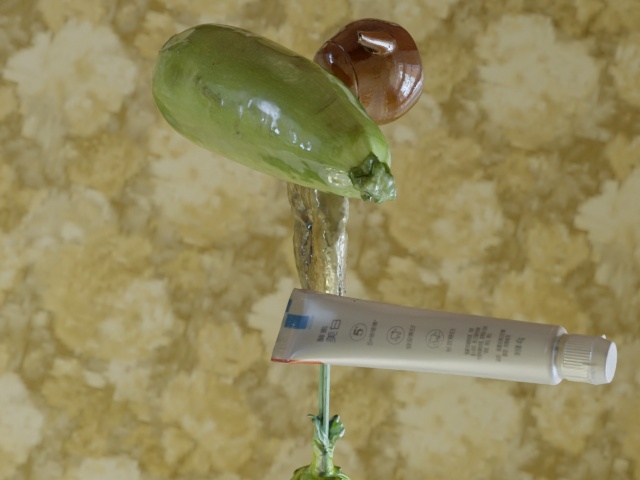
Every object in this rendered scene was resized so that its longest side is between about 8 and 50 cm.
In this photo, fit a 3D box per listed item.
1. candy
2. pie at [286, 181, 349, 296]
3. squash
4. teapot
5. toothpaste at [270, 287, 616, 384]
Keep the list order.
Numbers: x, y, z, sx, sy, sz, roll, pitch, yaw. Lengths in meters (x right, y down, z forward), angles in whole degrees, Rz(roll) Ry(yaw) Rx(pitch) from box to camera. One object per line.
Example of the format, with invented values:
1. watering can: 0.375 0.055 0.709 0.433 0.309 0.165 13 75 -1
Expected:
1. candy: 0.003 0.185 1.285 0.077 0.262 0.073 -6 -154 -17
2. pie: 0.004 0.000 1.466 0.052 0.218 0.185 -7 -162 -12
3. squash: -0.041 -0.115 1.142 0.118 0.118 0.370 20 -174 -36
4. teapot: 0.036 -0.163 1.323 0.116 0.116 0.173 16 149 -8
5. toothpaste: 0.063 0.055 0.708 0.190 0.048 0.031 5 154 26
